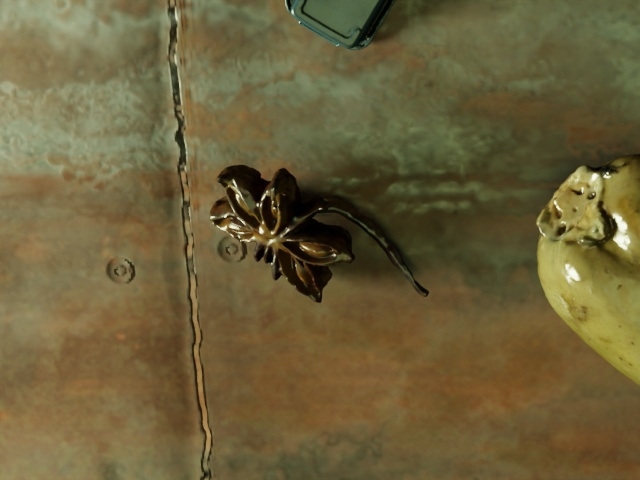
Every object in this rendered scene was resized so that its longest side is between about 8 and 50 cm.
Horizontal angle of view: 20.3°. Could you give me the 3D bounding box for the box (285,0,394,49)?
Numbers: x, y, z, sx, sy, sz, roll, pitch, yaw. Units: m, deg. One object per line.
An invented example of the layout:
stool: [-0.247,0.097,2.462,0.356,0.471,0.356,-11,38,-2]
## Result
box: [0.022,-0.192,1.339,0.074,0.054,0.099,30,108,-5]

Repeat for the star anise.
star anise: [0.000,0.000,1.401,0.190,0.070,0.097,37,135,-7]

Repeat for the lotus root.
lotus root: [0.291,0.050,1.339,0.284,0.146,0.160,35,123,-7]
